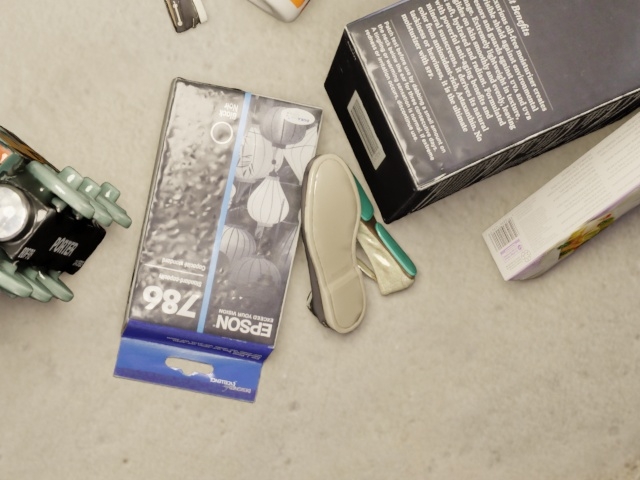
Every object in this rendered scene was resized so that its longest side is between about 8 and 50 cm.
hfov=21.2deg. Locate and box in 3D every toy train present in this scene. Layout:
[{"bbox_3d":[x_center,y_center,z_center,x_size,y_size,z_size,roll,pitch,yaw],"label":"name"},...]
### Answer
[{"bbox_3d":[-0.306,-0.039,1.667,0.190,0.334,0.142,38,90,6],"label":"toy train"}]

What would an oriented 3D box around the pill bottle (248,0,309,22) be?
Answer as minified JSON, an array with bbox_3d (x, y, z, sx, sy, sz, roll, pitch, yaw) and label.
[{"bbox_3d":[-0.013,-0.347,1.783,0.121,0.121,0.221,36,88,-9],"label":"pill bottle"}]

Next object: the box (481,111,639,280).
[{"bbox_3d":[0.302,-0.063,1.772,0.063,0.324,0.067,-5,62,-46],"label":"box"}]

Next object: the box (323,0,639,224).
[{"bbox_3d":[0.176,-0.167,1.727,0.294,0.296,0.182,-23,87,-6],"label":"box"}]

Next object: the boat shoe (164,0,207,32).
[{"bbox_3d":[-0.162,-0.280,1.806,0.038,0.046,0.125,-28,106,-10],"label":"boat shoe"}]

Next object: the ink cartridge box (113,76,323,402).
[{"bbox_3d":[-0.110,0.004,1.823,0.165,0.065,0.332,10,93,-10],"label":"ink cartridge box"}]

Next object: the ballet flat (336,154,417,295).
[{"bbox_3d":[0.040,-0.012,1.849,0.052,0.057,0.168,-32,96,19],"label":"ballet flat"}]

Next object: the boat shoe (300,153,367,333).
[{"bbox_3d":[0.000,0.000,1.807,0.075,0.065,0.206,-27,123,-33],"label":"boat shoe"}]
